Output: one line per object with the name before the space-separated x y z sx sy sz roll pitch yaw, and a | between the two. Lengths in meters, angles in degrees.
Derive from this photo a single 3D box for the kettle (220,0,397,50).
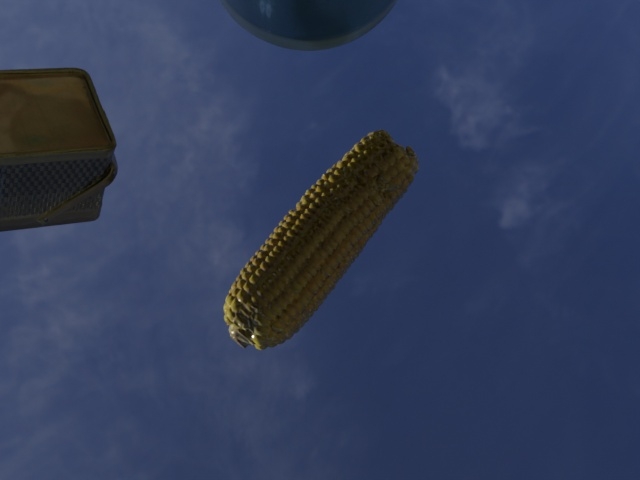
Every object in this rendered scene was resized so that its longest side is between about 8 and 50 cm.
kettle | -0.032 -0.419 0.961 0.247 0.342 0.319 -32 -103 -9

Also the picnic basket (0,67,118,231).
picnic basket | -0.405 -0.114 1.153 0.267 0.139 0.165 -9 -125 -31

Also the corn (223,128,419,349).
corn | 0.000 0.000 1.243 0.120 0.120 0.363 39 -96 17
